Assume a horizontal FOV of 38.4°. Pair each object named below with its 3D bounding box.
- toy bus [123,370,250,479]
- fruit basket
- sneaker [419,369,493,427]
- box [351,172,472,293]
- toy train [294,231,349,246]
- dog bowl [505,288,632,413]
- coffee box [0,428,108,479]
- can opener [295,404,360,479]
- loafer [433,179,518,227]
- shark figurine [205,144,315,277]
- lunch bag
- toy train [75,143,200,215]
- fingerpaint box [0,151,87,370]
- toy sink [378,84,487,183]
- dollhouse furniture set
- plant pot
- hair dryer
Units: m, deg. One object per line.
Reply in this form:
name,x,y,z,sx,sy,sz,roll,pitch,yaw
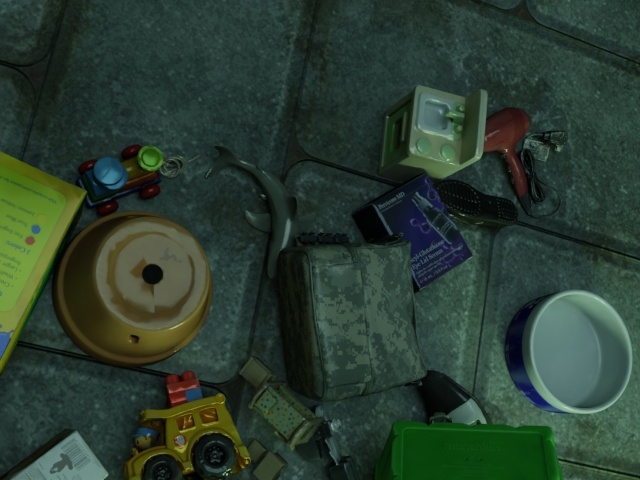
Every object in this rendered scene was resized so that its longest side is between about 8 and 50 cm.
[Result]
toy bus,-0.259,0.348,1.640,0.220,0.149,0.211,-13,71,-21
fruit basket,0.274,0.533,1.691,0.392,0.392,0.283,29,34,-14
sneaker,0.278,0.420,1.842,0.146,0.122,0.330,-34,92,-26
box,0.189,-0.011,1.904,0.153,0.108,0.207,-31,92,-24
toy train,0.000,0.000,1.836,0.158,0.036,0.027,2,70,-51
dog bowl,0.538,0.242,1.993,0.265,0.104,0.264,4,78,-21
coffee box,-0.490,0.426,1.524,0.246,0.141,0.098,-36,94,-23
can opener,0.030,0.451,1.776,0.093,0.074,0.280,-25,87,10
loafer,0.320,-0.065,1.981,0.220,0.078,0.080,18,63,-23
shark figurine,-0.092,-0.087,1.807,0.166,0.116,0.278,-31,93,-26
lunch bag,0.070,0.147,1.750,0.256,0.212,0.305,-6,91,-20
toy train,-0.321,-0.141,1.707,0.248,0.143,0.105,-24,89,-24
fingerpaint box,-0.672,0.001,1.516,0.445,0.163,0.371,25,71,-10
toy sink,0.223,-0.221,1.893,0.131,0.234,0.152,12,76,-20
dollhouse furniture set,-0.121,0.335,1.700,0.182,0.101,0.161,39,97,19
plant pot,-0.319,0.074,1.631,0.291,0.203,0.290,4,78,-20
hair dryer,0.435,-0.188,2.055,0.294,0.080,0.223,16,74,-18
